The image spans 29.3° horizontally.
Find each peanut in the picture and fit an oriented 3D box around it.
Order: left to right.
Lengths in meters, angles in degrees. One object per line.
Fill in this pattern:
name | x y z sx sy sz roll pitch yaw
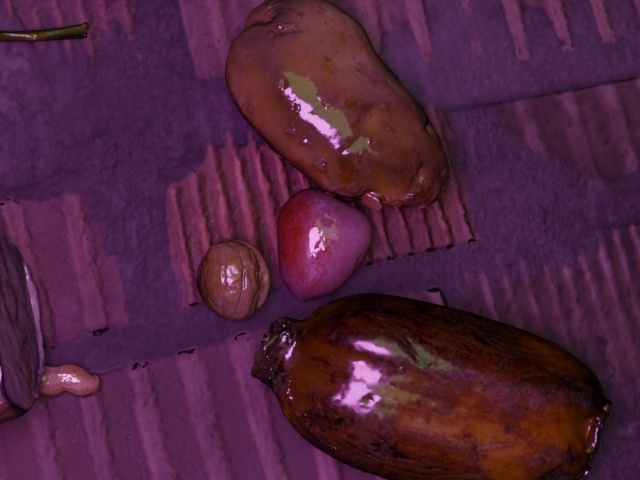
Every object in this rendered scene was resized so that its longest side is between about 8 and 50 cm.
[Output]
peanut | -0.272 0.145 1.278 0.083 0.037 0.037 4 77 -11

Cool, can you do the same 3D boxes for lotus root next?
lotus root | 0.120 0.164 1.295 0.397 0.179 0.196 17 72 -11

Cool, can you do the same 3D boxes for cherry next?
cherry | 0.005 0.001 1.353 0.106 0.087 0.126 3 74 -9

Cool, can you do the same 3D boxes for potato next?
potato | -0.414 0.102 1.188 0.264 0.211 0.189 -10 83 -4
potato | 0.019 -0.143 1.358 0.296 0.141 0.191 42 44 4

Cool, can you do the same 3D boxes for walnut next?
walnut | -0.095 0.043 1.320 0.092 0.092 0.092 3 77 -13

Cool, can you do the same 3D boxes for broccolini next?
broccolini | -0.366 -0.224 1.345 0.218 0.042 0.044 -11 79 -22
